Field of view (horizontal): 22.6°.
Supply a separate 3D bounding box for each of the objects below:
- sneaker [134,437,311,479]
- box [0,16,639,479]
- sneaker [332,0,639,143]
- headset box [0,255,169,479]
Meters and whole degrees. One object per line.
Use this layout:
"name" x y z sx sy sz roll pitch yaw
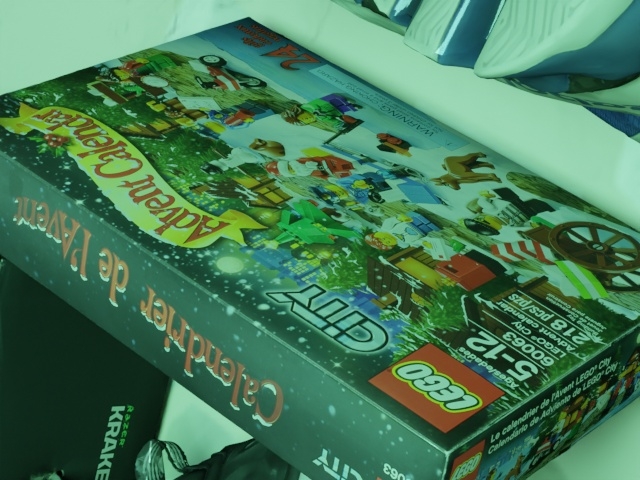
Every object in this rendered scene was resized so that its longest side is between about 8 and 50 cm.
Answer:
"sneaker" -0.017 0.197 0.606 0.153 0.101 0.268 -10 75 31
"box" 0.000 0.000 0.573 0.233 0.159 0.044 32 127 30
"sneaker" 0.082 -0.100 0.556 0.127 0.182 0.315 -59 31 12
"headset box" -0.211 0.091 0.713 0.283 0.131 0.246 18 96 31
